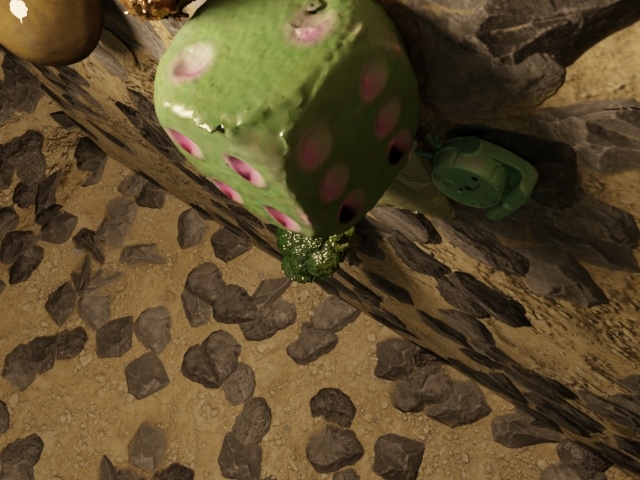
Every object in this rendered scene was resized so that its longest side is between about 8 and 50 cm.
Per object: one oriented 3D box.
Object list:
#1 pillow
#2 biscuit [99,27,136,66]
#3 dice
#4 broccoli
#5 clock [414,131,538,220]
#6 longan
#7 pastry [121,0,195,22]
[{"bbox_3d":[0.143,-0.151,1.158,0.280,0.076,0.274,14,156,41],"label":"pillow"},{"bbox_3d":[-0.627,-0.593,1.607,0.152,0.020,0.152,33,165,10],"label":"biscuit"},{"bbox_3d":[-0.043,-0.216,0.865,0.330,0.318,0.322,27,165,32],"label":"dice"},{"bbox_3d":[0.000,0.000,1.672,0.283,0.304,0.321,8,-173,-35],"label":"broccoli"},{"bbox_3d":[0.267,-0.121,0.945,0.210,0.066,0.159,28,164,5],"label":"clock"},{"bbox_3d":[-0.694,-0.580,1.311,0.297,0.297,0.297,33,166,9],"label":"longan"},{"bbox_3d":[-0.228,-0.451,0.756,0.275,0.192,0.275,53,155,37],"label":"pastry"}]
